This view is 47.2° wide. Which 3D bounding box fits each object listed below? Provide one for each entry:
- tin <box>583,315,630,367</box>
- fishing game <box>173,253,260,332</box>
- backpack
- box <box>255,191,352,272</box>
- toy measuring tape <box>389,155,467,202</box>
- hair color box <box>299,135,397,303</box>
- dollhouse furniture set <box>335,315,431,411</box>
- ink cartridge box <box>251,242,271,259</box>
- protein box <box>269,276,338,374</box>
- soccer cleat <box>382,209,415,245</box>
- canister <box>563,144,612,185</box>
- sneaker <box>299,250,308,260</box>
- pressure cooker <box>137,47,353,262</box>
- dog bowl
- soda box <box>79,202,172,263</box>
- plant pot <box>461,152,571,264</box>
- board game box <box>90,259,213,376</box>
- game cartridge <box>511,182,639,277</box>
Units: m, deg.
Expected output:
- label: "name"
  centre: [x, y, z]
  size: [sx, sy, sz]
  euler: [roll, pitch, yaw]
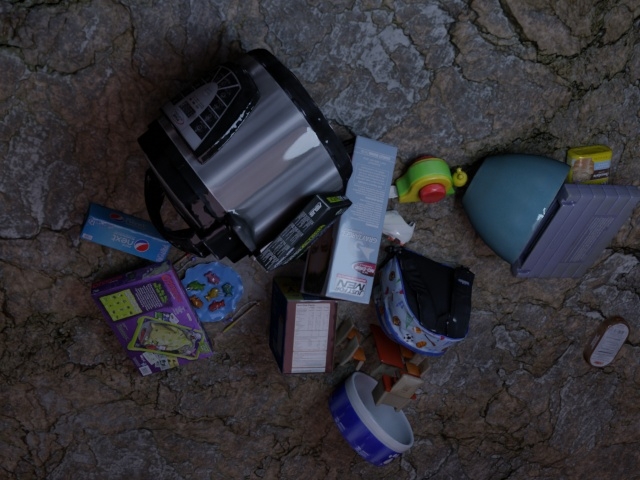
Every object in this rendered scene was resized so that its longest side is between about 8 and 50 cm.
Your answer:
- label: "tin"
  centre: [0.918, 0.328, 2.348]
  size: [0.106, 0.040, 0.189]
  euler: [14, 115, -16]
- label: "fishing game"
  centre: [-0.297, 0.143, 1.941]
  size: [0.189, 0.041, 0.264]
  euler: [-36, 121, 5]
- label: "backpack"
  centre: [0.272, 0.178, 1.972]
  size: [0.276, 0.263, 0.213]
  euler: [16, 130, -21]
- label: "box"
  centre: [-0.031, -0.021, 1.525]
  size: [0.045, 0.184, 0.190]
  euler: [46, 105, 5]
- label: "toy measuring tape"
  centre: [0.215, -0.150, 1.859]
  size: [0.330, 0.121, 0.121]
  euler: [-6, 120, -4]
- label: "hair color box"
  centre: [0.064, -0.045, 1.744]
  size: [0.114, 0.185, 0.374]
  euler: [12, 84, -19]
- label: "dollhouse furniture set"
  centre: [0.196, 0.334, 2.043]
  size: [0.262, 0.259, 0.135]
  euler: [21, 121, -25]
- label: "ink cartridge box"
  centre: [-0.152, -0.029, 1.827]
  size: [0.067, 0.115, 0.198]
  euler: [-2, 121, -37]
- label: "protein box"
  centre: [-0.049, 0.219, 1.926]
  size: [0.136, 0.200, 0.201]
  euler: [1, 104, -14]
- label: "soccer cleat"
  centre: [0.163, -0.057, 1.933]
  size: [0.196, 0.068, 0.076]
  euler: [28, 89, -24]
- label: "canister"
  centre: [0.726, -0.168, 1.999]
  size: [0.126, 0.073, 0.170]
  euler: [-9, 119, -9]
- label: "sneaker"
  centre: [0.000, 0.000, 1.914]
  size: [0.283, 0.107, 0.124]
  euler: [16, 128, -18]
- label: "pressure cooker"
  centre: [-0.186, -0.154, 1.577]
  size: [0.420, 0.370, 0.375]
  euler: [-37, 91, -2]
- label: "dog bowl"
  centre: [0.147, 0.518, 2.130]
  size: [0.104, 0.265, 0.265]
  euler: [-43, 120, 14]
- label: "soda box"
  centre: [-0.471, -0.017, 1.788]
  size: [0.210, 0.071, 0.067]
  euler: [21, 114, -23]
- label: "plant pot"
  centre: [0.482, -0.110, 1.882]
  size: [0.195, 0.290, 0.290]
  euler: [31, 112, 12]
- label: "board game box"
  centre: [-0.429, 0.210, 1.901]
  size: [0.208, 0.056, 0.347]
  euler: [-14, 133, 1]
- label: "game cartridge"
  centre: [0.700, -0.021, 2.023]
  size: [0.230, 0.068, 0.355]
  euler: [-3, 141, -17]
